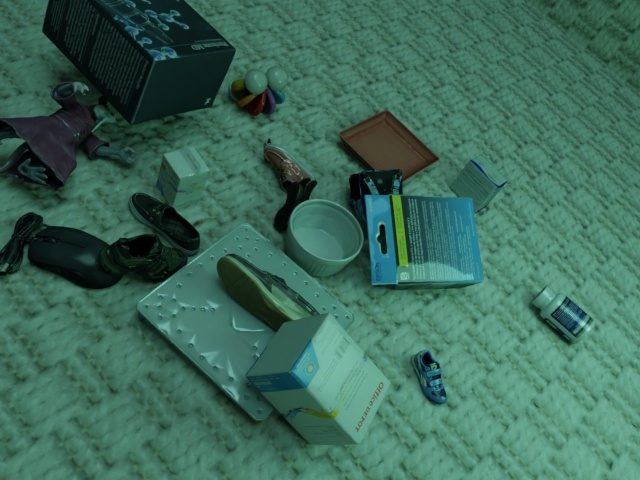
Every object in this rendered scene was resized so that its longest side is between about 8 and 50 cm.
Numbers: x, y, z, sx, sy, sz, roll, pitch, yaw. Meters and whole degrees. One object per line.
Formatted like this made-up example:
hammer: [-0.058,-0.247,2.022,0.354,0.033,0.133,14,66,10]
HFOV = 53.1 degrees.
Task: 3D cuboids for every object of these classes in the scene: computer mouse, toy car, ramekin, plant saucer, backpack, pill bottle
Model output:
computer mouse: [-0.587,0.028,1.472,0.273,0.072,0.188,19,48,-9]
toy car: [-0.185,-0.456,1.988,0.182,0.159,0.136,-19,98,-34]
ramekin: [0.000,0.000,1.722,0.207,0.109,0.207,12,51,-16]
plant saucer: [0.219,-0.292,2.083,0.259,0.047,0.258,-32,72,-37]
backpack: [0.166,-0.117,1.880,0.158,0.117,0.173,-7,90,-26]
pill bottle: [0.706,0.213,1.872,0.169,0.094,0.094,43,50,11]

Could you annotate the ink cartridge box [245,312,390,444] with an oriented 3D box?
ink cartridge box: [-0.002,0.305,1.391,0.232,0.168,0.171,51,50,-17]

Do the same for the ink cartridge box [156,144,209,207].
ink cartridge box: [-0.360,-0.172,1.676,0.090,0.143,0.092,-23,66,-35]

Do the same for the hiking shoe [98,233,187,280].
hiking shoe: [-0.390,0.036,1.493,0.227,0.114,0.086,3,62,-49]

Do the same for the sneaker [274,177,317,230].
sneaker: [-0.068,-0.101,1.788,0.051,0.170,0.089,22,0,25]

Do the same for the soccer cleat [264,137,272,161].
soccer cleat: [-0.153,-0.271,1.913,0.029,0.035,0.083,5,53,-20]

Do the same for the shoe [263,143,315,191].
shoe: [-0.101,-0.202,1.855,0.178,0.063,0.081,38,46,-9]

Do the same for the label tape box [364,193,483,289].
label tape box: [0.268,0.007,1.780,0.348,0.115,0.248,0,77,-21]

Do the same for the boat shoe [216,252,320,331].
boat shoe: [-0.119,0.128,1.517,0.285,0.102,0.092,39,44,3]

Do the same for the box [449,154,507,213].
box: [0.509,-0.182,2.063,0.072,0.137,0.126,-27,69,-37]

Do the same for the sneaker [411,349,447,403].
sneaker: [0.279,0.342,1.613,0.053,0.059,0.144,-10,60,-32]

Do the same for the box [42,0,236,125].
box: [-0.483,-0.532,1.707,0.395,0.212,0.294,45,38,12]

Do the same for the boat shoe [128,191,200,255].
boat shoe: [-0.391,-0.056,1.618,0.228,0.076,0.080,43,50,11]

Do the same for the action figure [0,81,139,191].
action figure: [-0.659,-0.263,1.637,0.276,0.248,0.370,-7,29,24]

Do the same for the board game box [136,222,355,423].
board game box: [-0.170,0.183,1.547,0.390,0.050,0.390,40,49,10]
